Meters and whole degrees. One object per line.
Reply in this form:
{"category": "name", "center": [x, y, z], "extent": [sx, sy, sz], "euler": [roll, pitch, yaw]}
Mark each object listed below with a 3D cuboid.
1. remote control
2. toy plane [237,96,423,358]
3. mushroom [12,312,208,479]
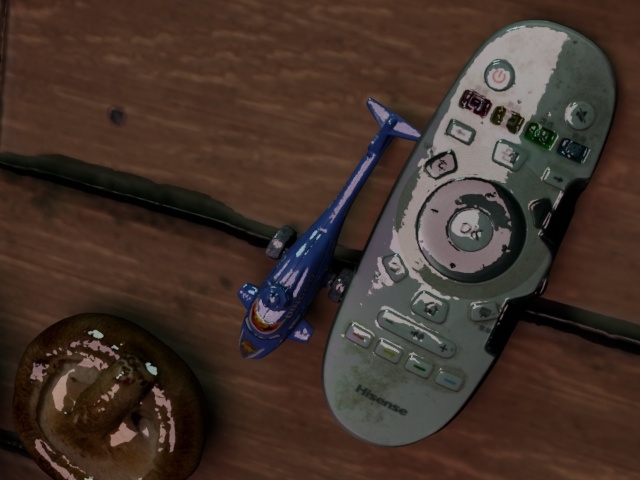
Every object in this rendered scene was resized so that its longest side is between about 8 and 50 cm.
{"category": "remote control", "center": [0.077, 0.002, 0.697], "extent": [0.097, 0.045, 0.256], "euler": [28, 110, 1]}
{"category": "toy plane", "center": [0.000, 0.000, 0.719], "extent": [0.054, 0.062, 0.167], "euler": [35, 104, 9]}
{"category": "mushroom", "center": [-0.130, 0.106, 0.783], "extent": [0.127, 0.087, 0.127], "euler": [4, 102, 19]}
